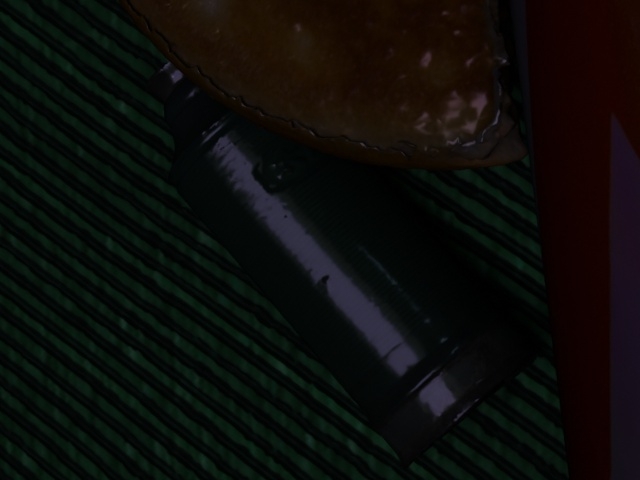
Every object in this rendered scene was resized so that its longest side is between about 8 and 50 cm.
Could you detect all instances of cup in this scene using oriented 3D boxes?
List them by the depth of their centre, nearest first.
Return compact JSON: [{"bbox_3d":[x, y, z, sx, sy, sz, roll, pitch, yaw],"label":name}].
[{"bbox_3d":[0.148,-0.023,0.577,0.203,0.203,0.288,-12,90,27],"label":"cup"}]

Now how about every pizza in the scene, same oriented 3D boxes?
[{"bbox_3d":[0.027,-0.123,0.658,0.201,0.053,0.193,38,100,25],"label":"pizza"}]

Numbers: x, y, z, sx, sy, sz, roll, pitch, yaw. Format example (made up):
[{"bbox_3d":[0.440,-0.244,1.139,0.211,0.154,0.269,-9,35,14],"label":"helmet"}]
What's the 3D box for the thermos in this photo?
[{"bbox_3d":[0.003,-0.003,0.711,0.073,0.083,0.187,-41,83,5],"label":"thermos"}]
